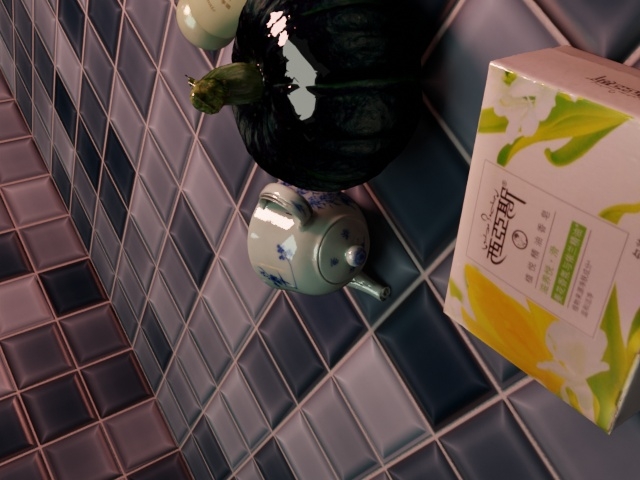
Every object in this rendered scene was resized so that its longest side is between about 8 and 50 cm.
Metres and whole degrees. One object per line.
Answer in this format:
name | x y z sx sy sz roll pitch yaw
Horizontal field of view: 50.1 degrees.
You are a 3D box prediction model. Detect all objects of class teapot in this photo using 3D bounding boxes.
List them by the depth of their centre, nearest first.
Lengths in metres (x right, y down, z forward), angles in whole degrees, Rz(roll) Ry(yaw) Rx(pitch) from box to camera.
teapot | 0.000 0.000 0.867 0.159 0.159 0.232 29 167 47

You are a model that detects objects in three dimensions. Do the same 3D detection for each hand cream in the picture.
hand cream | -0.087 -0.351 0.893 0.305 0.093 0.147 -23 86 49

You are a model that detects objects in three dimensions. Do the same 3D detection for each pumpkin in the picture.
pumpkin | -0.028 -0.172 0.735 0.248 0.247 0.248 33 132 45

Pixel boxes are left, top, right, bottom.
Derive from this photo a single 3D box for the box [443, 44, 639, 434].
box | 0.222 -0.006 0.570 0.194 0.111 0.261 37 137 42
